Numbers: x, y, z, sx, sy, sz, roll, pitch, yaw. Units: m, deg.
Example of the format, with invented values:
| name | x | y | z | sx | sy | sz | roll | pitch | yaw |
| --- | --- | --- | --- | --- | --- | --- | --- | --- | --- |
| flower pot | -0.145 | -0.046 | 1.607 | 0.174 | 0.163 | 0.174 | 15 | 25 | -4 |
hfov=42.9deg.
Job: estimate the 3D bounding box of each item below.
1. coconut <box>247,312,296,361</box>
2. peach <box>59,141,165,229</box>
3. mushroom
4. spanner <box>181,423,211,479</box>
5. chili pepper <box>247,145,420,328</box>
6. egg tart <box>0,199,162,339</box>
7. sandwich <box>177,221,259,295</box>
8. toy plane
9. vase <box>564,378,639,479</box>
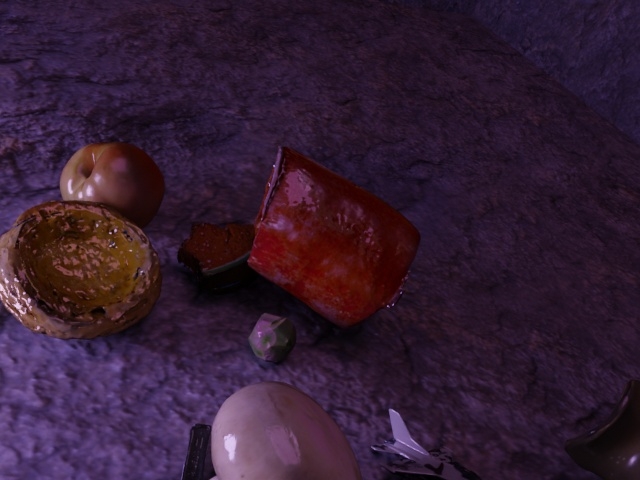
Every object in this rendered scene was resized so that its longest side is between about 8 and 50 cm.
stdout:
| name | x | y | z | sx | sy | sz | roll | pitch | yaw |
| --- | --- | --- | --- | --- | --- | --- | --- | --- | --- |
| coconut | -0.080 | 0.165 | 1.378 | 0.081 | 0.082 | 0.083 | 18 | -21 | 42 |
| peach | -0.376 | -0.096 | 1.491 | 0.184 | 0.184 | 0.184 | 16 | 33 | -11 |
| mushroom | -0.061 | 0.311 | 1.082 | 0.246 | 0.202 | 0.246 | 61 | 8 | -14 |
| spanner | -0.177 | 0.361 | 1.079 | 0.093 | 0.026 | 0.325 | 18 | 32 | -9 |
| chili pepper | 0.000 | 0.000 | 1.487 | 0.305 | 0.229 | 0.251 | 30 | 73 | -12 |
| egg tart | -0.395 | 0.055 | 1.316 | 0.290 | 0.107 | 0.291 | 17 | 42 | -16 |
| sandwich | -0.180 | 0.037 | 1.513 | 0.159 | 0.079 | 0.235 | 12 | 29 | 2 |
| toy plane | 0.175 | 0.355 | 1.252 | 0.160 | 0.082 | 0.234 | 0 | 26 | -46 |
| vase | 0.577 | 0.403 | 1.325 | 0.302 | 0.241 | 0.329 | 45 | 5 | 30 |
